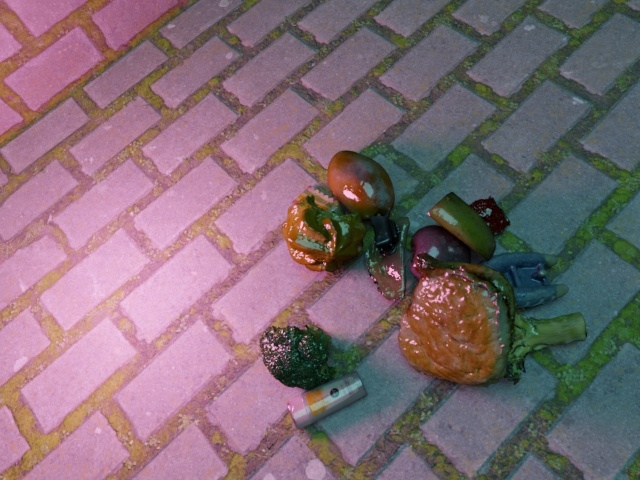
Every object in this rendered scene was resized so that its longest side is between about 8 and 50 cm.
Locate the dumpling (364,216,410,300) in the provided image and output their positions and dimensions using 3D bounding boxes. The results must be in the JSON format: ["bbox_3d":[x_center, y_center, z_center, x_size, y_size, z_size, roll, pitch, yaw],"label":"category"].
[{"bbox_3d":[0.255,0.072,1.823,0.166,0.086,0.332,-2,65,28],"label":"dumpling"}]

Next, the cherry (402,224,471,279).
[{"bbox_3d":[0.418,0.051,1.754,0.266,0.183,0.213,10,73,-10],"label":"cherry"}]

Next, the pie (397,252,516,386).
[{"bbox_3d":[0.436,0.275,1.550,0.395,0.180,0.418,21,110,46],"label":"pie"}]

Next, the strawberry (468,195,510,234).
[{"bbox_3d":[0.603,-0.076,1.834,0.208,0.087,0.167,-33,66,-4],"label":"strawberry"}]

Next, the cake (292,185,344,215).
[{"bbox_3d":[-0.011,-0.143,1.964,0.225,0.090,0.109,38,80,23],"label":"cake"}]

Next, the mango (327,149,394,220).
[{"bbox_3d":[0.151,-0.233,1.924,0.221,0.199,0.384,-29,52,1],"label":"mango"}]

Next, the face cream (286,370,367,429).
[{"bbox_3d":[0.022,0.542,1.656,0.269,0.073,0.107,-24,54,-1],"label":"face cream"}]

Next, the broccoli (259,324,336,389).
[{"bbox_3d":[-0.080,0.384,1.676,0.269,0.261,0.241,-10,26,50],"label":"broccoli"}]

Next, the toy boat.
[{"bbox_3d":[0.685,0.125,1.693,0.330,0.123,0.215,-4,57,5],"label":"toy boat"}]

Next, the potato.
[{"bbox_3d":[0.531,-0.049,1.723,0.255,0.269,0.112,44,109,17],"label":"potato"}]

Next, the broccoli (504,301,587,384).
[{"bbox_3d":[0.694,0.285,1.605,0.361,0.221,0.252,-26,71,-15],"label":"broccoli"}]

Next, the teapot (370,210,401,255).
[{"bbox_3d":[0.246,-0.028,1.776,0.096,0.087,0.177,-15,62,14],"label":"teapot"}]

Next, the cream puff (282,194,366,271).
[{"bbox_3d":[-0.008,0.002,1.782,0.323,0.274,0.270,18,30,9],"label":"cream puff"}]
